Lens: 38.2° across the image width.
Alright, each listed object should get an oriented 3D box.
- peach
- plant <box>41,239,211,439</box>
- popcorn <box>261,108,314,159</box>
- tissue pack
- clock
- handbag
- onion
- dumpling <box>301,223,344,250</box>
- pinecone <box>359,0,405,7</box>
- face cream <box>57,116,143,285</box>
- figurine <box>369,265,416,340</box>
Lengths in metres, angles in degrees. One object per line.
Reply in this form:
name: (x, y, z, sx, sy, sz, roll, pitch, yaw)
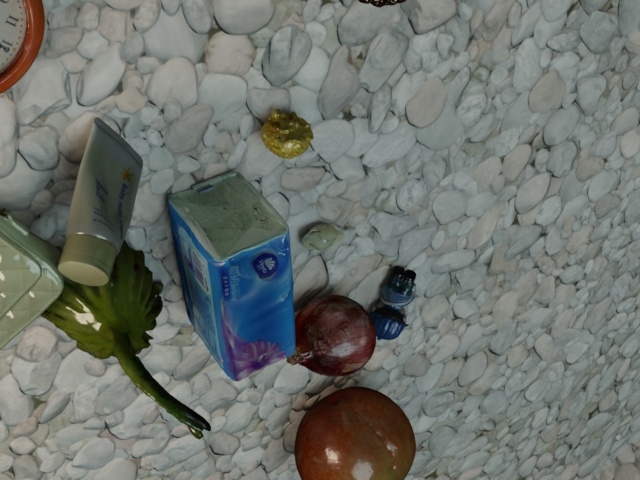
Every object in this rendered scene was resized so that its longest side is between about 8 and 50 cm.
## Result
peach: (0.066, 0.425, 1.904, 0.252, 0.252, 0.253, -21, 133, -24)
plant: (-0.275, 0.107, 1.326, 0.251, 0.333, 0.180, 38, 81, -36)
popcorn: (-0.051, -0.169, 1.455, 0.082, 0.083, 0.057, 16, 149, -10)
tissue pack: (-0.135, 0.056, 1.472, 0.146, 0.198, 0.264, -22, 133, -21)
clock: (-0.431, -0.260, 1.101, 0.205, 0.051, 0.205, -21, 132, -25)
handbag: (-0.493, 0.054, 1.247, 0.256, 0.079, 0.219, -42, 118, 15)
onion: (0.007, 0.185, 1.710, 0.194, 0.159, 0.160, -17, 132, -43)
dumpling: (-0.001, -0.001, 1.652, 0.077, 0.043, 0.059, -26, 154, -42)
pinecone: (0.091, -0.407, 1.342, 0.140, 0.140, 0.120, -60, 161, 17)
face cream: (-0.301, -0.053, 1.281, 0.114, 0.070, 0.224, 47, 44, -48)
figurine: (0.150, 0.130, 1.849, 0.086, 0.087, 0.149, 17, 115, -4)
